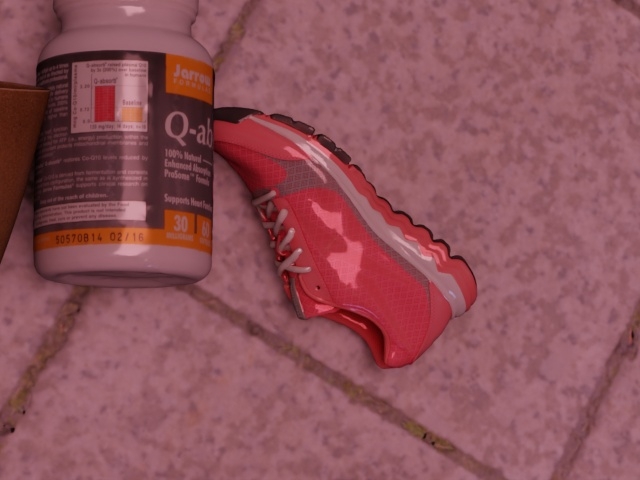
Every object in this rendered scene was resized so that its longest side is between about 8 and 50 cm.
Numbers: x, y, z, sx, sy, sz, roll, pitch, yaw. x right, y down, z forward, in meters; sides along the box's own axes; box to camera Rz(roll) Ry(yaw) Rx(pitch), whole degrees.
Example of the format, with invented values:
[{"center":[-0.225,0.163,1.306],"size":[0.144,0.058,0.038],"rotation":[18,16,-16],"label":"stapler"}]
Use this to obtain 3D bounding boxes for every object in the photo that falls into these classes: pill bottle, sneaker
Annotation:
[{"center":[-0.176,-0.101,1.769],"size":[0.162,0.162,0.278],"rotation":[3,82,-18],"label":"pill bottle"},{"center":[0.000,0.000,1.837],"size":[0.314,0.116,0.136],"rotation":[39,74,-10],"label":"sneaker"}]

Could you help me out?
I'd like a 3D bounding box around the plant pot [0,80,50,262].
[{"center":[-0.361,-0.018,1.680],"size":[0.237,0.237,0.254],"rotation":[5,95,-17],"label":"plant pot"}]
